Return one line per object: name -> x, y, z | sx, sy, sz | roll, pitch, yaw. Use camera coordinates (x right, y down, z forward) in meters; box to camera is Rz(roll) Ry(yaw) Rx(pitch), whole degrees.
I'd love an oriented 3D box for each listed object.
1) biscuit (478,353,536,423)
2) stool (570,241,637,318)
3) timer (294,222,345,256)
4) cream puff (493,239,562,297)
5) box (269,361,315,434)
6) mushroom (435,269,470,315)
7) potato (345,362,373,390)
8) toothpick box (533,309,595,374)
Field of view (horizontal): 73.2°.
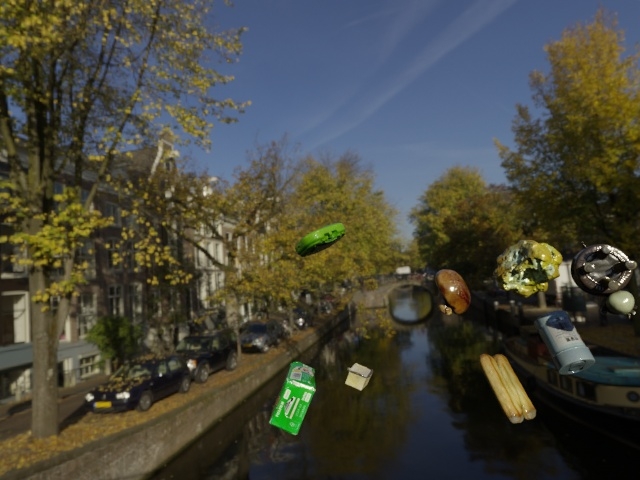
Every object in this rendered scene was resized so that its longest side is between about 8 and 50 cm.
biscuit -> 0.791, 0.623, 1.832 | 0.237, 0.291, 0.062 | 13, -43, -45
stool -> 0.712, 0.098, 1.069 | 0.125, 0.217, 0.121 | -22, -10, 11
timer -> 0.000, 0.000, 1.228 | 0.140, 0.047, 0.128 | -20, -13, -32
cream puff -> 0.718, 0.098, 1.484 | 0.194, 0.195, 0.221 | 0, -31, -43
box -> -0.090, 0.534, 1.487 | 0.103, 0.180, 0.250 | 23, -2, 2
mushroom -> 0.339, 0.133, 1.123 | 0.087, 0.127, 0.127 | -24, -11, 18
potato -> 0.134, 0.481, 1.521 | 0.086, 0.061, 0.122 | 17, 1, 17
toothpick box -> 0.693, 0.290, 1.230 | 0.101, 0.153, 0.101 | -6, -40, -5
